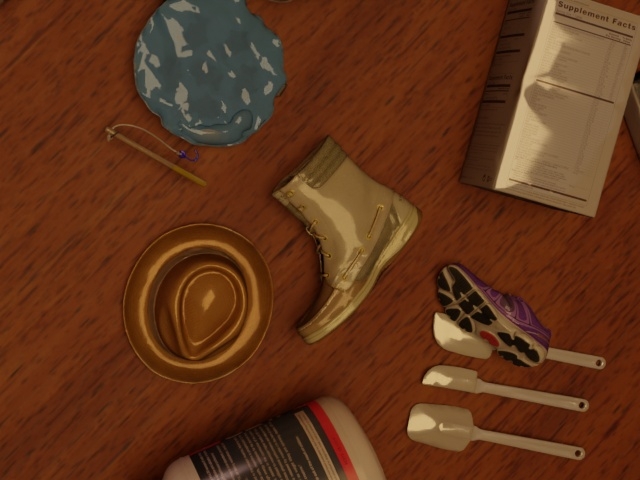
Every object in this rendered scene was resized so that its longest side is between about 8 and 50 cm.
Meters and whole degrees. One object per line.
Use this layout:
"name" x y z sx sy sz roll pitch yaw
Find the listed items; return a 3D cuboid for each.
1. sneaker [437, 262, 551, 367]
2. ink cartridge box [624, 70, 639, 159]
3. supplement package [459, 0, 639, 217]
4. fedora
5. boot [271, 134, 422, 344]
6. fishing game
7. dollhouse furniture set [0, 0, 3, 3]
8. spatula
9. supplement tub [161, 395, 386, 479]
"sneaker" 0.216 0.086 1.707 0.170 0.068 0.071 42 48 -9
"ink cartridge box" 0.520 -0.065 1.756 0.175 0.069 0.371 -24 103 -9
"supplement package" 0.278 -0.165 1.650 0.139 0.134 0.244 15 92 -14
"fedora" -0.138 0.079 1.609 0.194 0.079 0.194 -1 97 -12
"boot" 0.000 0.000 1.634 0.165 0.077 0.213 40 81 -14
"fishing game" -0.128 -0.202 1.605 0.189 0.041 0.264 25 84 -22
"dollhouse furniture set" -0.424 -0.355 1.508 0.301 0.151 0.197 -34 124 -25
"spatula" 0.238 0.195 1.741 0.242 0.019 0.168 13 87 -15
"supplement tub" -0.065 0.313 1.592 0.272 0.191 0.191 -22 100 -10
